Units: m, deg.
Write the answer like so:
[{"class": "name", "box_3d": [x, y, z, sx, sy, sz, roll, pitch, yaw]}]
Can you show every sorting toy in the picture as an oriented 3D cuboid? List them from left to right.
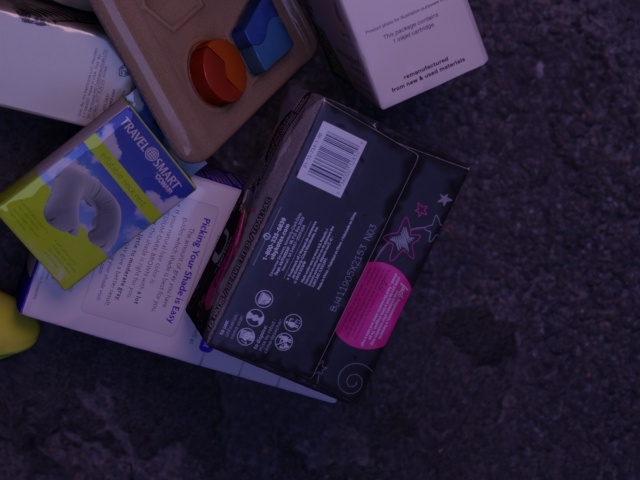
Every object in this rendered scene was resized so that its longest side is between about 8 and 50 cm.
[{"class": "sorting toy", "box_3d": [-0.124, -0.255, 1.416, 0.229, 0.041, 0.307, -47, 117, -42]}]

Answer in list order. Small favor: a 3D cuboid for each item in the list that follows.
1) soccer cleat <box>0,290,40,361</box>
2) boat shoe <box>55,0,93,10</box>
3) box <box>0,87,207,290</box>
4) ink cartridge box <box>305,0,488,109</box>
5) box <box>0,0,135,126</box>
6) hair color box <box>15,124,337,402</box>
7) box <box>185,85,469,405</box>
[{"class": "soccer cleat", "box_3d": [-0.403, 0.033, 1.468, 0.289, 0.093, 0.121, 21, 114, -15]}, {"class": "boat shoe", "box_3d": [-0.266, -0.262, 1.448, 0.133, 0.042, 0.049, 20, 126, -17]}, {"class": "box", "box_3d": [-0.202, -0.049, 1.409, 0.178, 0.042, 0.109, -38, 114, -1]}, {"class": "ink cartridge box", "box_3d": [0.035, -0.286, 1.422, 0.117, 0.201, 0.278, -24, 110, -5]}, {"class": "box", "box_3d": [-0.311, -0.184, 1.422, 0.275, 0.113, 0.094, 13, 105, -18]}, {"class": "hair color box", "box_3d": [-0.116, 0.024, 1.530, 0.338, 0.110, 0.185, 18, 99, -15]}, {"class": "box", "box_3d": [0.000, 0.000, 1.423, 0.163, 0.142, 0.247, 24, 94, -16]}]
